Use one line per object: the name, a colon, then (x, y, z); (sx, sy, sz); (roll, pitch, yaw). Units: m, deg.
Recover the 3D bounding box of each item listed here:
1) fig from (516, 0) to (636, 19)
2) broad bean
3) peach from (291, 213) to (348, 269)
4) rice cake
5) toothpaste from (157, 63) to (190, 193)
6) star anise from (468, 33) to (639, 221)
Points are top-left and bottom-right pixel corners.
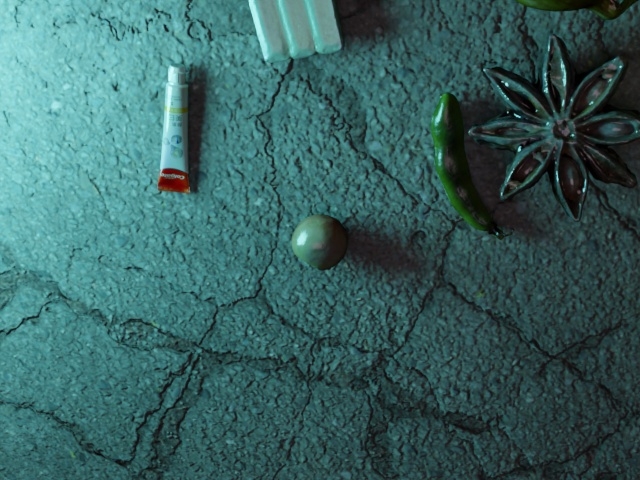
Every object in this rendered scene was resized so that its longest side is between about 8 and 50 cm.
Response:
fig: (0.304, -0.338, 1.446); (0.142, 0.148, 0.186); (-30, 103, 21)
broad bean: (0.198, -0.097, 1.602); (0.069, 0.039, 0.226); (-20, 108, 20)
peach: (0.000, 0.001, 1.640); (0.083, 0.083, 0.083); (2, 111, 5)
rice cake: (-0.047, -0.356, 1.527); (0.127, 0.043, 0.237); (-11, 110, 11)
toothpaste: (-0.206, -0.156, 1.629); (0.048, 0.031, 0.190); (5, 114, 1)
star anise: (0.320, -0.146, 1.536); (0.223, 0.109, 0.236); (-26, 89, 7)
